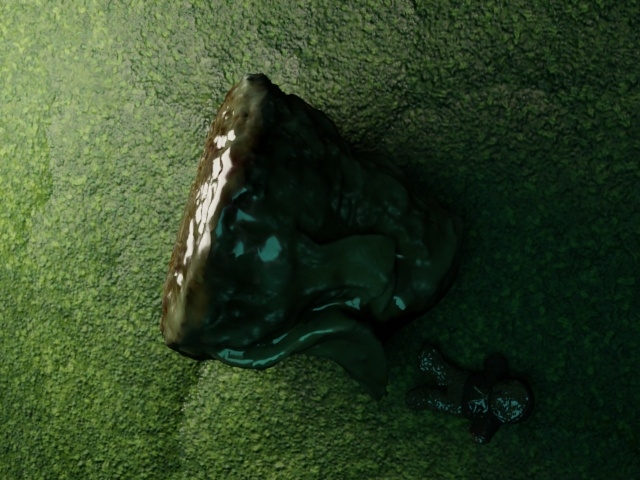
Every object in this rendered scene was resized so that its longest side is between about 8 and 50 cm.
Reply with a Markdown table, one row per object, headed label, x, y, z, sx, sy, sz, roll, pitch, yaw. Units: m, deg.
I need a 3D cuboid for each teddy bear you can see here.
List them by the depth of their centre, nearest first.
| label | x | y | z | sx | sy | sz | roll | pitch | yaw |
| --- | --- | --- | --- | --- | --- | --- | --- | --- | --- |
| teddy bear | 0.196 | 0.201 | 1.147 | 0.160 | 0.078 | 0.119 | 11 | 68 | 24 |

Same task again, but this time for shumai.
| label | x | y | z | sx | sy | sz | roll | pitch | yaw |
| --- | --- | --- | --- | --- | --- | --- | --- | --- | --- |
| shumai | 0.000 | 0.000 | 1.084 | 0.348 | 0.395 | 0.395 | 12 | 104 | -8 |
